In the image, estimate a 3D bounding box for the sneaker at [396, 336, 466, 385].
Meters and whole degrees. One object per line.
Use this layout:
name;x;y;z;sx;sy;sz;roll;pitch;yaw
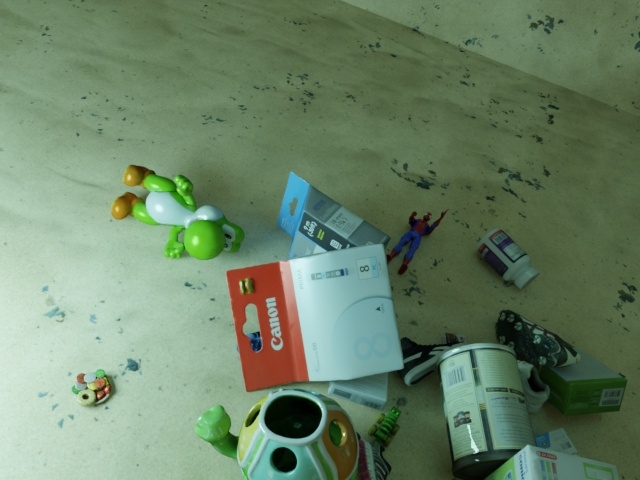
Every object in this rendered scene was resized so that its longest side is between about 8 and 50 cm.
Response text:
sneaker;0.281;0.293;1.593;0.217;0.079;0.121;-19;46;-29

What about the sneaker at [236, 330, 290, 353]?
sneaker;-0.098;0.253;1.517;0.232;0.081;0.090;3;30;-12

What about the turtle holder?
turtle holder;-0.074;0.412;1.261;0.320;0.227;0.243;28;53;29

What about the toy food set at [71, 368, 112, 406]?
toy food set;-0.512;0.329;1.335;0.083;0.020;0.082;-18;58;-31

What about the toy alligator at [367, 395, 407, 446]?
toy alligator;0.172;0.439;1.455;0.056;0.051;0.190;35;48;12

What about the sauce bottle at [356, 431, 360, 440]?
sauce bottle;0.046;0.491;1.373;0.042;0.042;0.128;38;48;15

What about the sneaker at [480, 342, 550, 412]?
sneaker;0.527;0.350;1.614;0.232;0.115;0.090;41;49;17

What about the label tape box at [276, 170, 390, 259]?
label tape box;0.000;0.000;1.655;0.334;0.240;0.106;34;50;12

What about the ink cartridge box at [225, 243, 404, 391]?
ink cartridge box;-0.012;0.187;1.430;0.385;0.091;0.308;-9;91;-11

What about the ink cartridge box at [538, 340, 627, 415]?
ink cartridge box;0.688;0.376;1.674;0.189;0.096;0.255;1;15;-18

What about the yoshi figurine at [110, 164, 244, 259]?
yoshi figurine;-0.388;-0.060;1.621;0.362;0.203;0.203;26;62;1

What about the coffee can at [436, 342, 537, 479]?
coffee can;0.399;0.414;1.436;0.202;0.201;0.275;8;54;-13

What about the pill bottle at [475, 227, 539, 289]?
pill bottle;0.599;0.060;1.900;0.108;0.108;0.193;-22;61;-33

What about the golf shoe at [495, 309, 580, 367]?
golf shoe;0.596;0.282;1.667;0.120;0.105;0.273;13;13;-23

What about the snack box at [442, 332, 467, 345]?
snack box;0.380;0.337;1.638;0.064;0.022;0.178;9;48;-10

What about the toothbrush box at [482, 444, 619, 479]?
toothbrush box;0.478;0.572;1.287;0.206;0.283;0.122;14;48;-6

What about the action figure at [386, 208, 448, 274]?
action figure;0.304;-0.029;1.863;0.092;0.139;0.280;32;45;8

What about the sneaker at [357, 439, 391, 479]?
sneaker;0.128;0.537;1.345;0.075;0.063;0.170;10;54;-28

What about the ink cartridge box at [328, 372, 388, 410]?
ink cartridge box;0.101;0.344;1.537;0.146;0.045;0.179;18;28;-2

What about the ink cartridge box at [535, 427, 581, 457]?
ink cartridge box;0.602;0.572;1.481;0.104;0.061;0.181;-8;53;-24
